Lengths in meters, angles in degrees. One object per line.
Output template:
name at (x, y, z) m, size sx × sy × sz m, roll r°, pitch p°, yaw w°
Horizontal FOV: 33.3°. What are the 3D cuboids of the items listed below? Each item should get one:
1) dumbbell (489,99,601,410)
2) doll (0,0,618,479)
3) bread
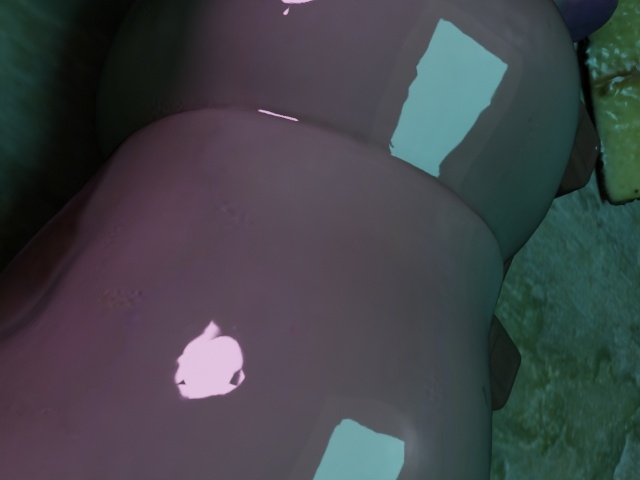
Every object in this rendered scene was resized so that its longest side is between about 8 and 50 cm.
dumbbell at (0.111, 0.001, 0.696) m, size 0.092 × 0.082 × 0.231 m, roll 53°, pitch 53°, yaw -43°
doll at (-0.017, 0.022, 0.434) m, size 0.215 × 0.226 × 0.370 m, roll 28°, pitch 58°, yaw -19°
bread at (0.324, -0.149, 0.882) m, size 0.135 × 0.178 × 0.240 m, roll -42°, pitch 128°, yaw -44°
